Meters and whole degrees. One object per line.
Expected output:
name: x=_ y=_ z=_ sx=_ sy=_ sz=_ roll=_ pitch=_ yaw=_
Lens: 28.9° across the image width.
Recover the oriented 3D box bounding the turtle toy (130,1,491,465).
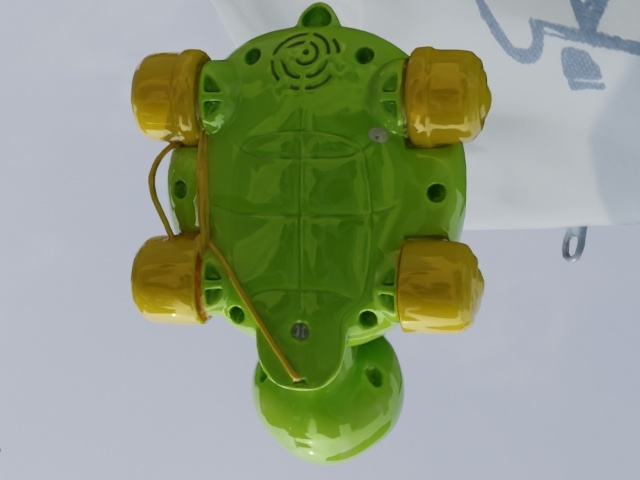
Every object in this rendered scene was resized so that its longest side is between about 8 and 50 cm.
turtle toy: x=0.000 y=0.000 z=0.345 sx=0.095 sy=0.066 sz=0.130 roll=2 pitch=-85 yaw=12

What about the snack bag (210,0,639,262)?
snack bag: x=0.045 y=-0.134 z=0.419 sx=0.037 sy=0.323 sz=0.342 roll=-41 pitch=-158 yaw=-31
